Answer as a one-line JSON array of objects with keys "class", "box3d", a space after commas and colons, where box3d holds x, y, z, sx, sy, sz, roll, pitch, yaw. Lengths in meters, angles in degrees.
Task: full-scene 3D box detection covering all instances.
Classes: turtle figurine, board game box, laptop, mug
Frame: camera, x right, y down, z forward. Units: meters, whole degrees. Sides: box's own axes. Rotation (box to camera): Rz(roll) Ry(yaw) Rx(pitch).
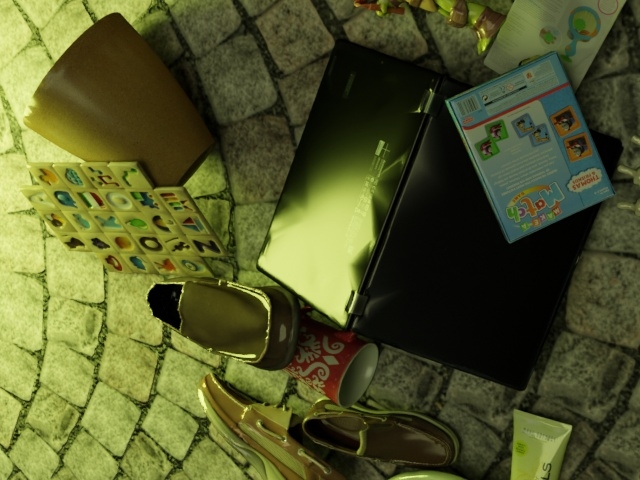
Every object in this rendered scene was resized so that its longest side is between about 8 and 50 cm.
[{"class": "turtle figurine", "box3d": [0.146, -0.339, 1.646, 0.217, 0.269, 0.087, 29, 84, -3]}, {"class": "board game box", "box3d": [0.283, -0.125, 1.602, 0.160, 0.039, 0.211, -24, 99, 1]}, {"class": "laptop", "box3d": [0.155, -0.046, 1.744, 0.408, 0.236, 0.382, 31, 103, 51]}, {"class": "mug", "box3d": [0.000, 0.165, 1.900, 0.169, 0.113, 0.150, 24, 86, 27]}]

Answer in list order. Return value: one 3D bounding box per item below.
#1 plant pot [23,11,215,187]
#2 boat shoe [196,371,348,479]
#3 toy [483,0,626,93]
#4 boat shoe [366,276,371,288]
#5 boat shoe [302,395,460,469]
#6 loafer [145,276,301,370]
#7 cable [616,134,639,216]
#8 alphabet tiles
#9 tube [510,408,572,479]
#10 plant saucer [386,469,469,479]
[{"class": "plant pot", "box3d": [-0.302, -0.196, 1.915, 0.254, 0.237, 0.237, 39, 119, 0]}, {"class": "boat shoe", "box3d": [-0.078, 0.329, 1.985, 0.116, 0.123, 0.324, -45, 67, -3]}, {"class": "toy", "box3d": [0.331, -0.306, 1.603, 0.137, 0.056, 0.237, 37, 123, 17]}, {"class": "boat shoe", "box3d": [0.072, 0.066, 1.859, 0.142, 0.049, 0.040, 6, 100, 22]}, {"class": "boat shoe", "box3d": [0.089, 0.317, 1.882, 0.257, 0.095, 0.095, 9, 107, 28]}, {"class": "loafer", "box3d": [-0.163, 0.128, 1.877, 0.366, 0.130, 0.134, 4, 87, 54]}, {"class": "cable", "box3d": [0.529, -0.045, 1.550, 0.287, 0.072, 0.139, 17, 116, 25]}, {"class": "alphabet tiles", "box3d": [-0.329, -0.033, 1.980, 0.342, 0.011, 0.285, 2, 142, 29]}, {"class": "tube", "box3d": [0.318, 0.376, 1.791, 0.070, 0.062, 0.240, 3, 105, -11]}, {"class": "plant saucer", "box3d": [0.197, 0.555, 1.837, 0.400, 0.100, 0.400, 17, 119, 34]}]
